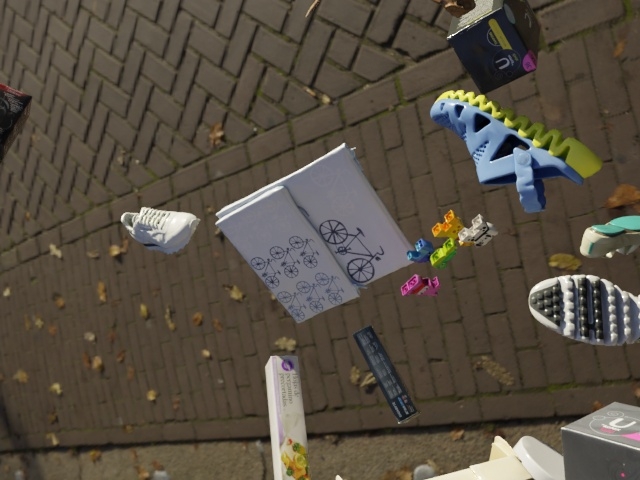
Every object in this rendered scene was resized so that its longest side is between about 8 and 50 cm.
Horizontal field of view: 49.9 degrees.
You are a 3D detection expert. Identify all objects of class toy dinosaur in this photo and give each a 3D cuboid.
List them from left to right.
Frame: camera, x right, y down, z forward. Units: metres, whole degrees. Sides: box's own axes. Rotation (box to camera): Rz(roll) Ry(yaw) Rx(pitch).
[{"bbox_3d":[0.081,-0.308,0.792,0.211,0.064,0.112,19,72,32],"label":"toy dinosaur"}]

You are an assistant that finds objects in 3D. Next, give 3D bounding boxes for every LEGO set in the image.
[{"bbox_3d":[0.252,0.017,1.312,0.227,0.093,0.087,-48,39,37],"label":"LEGO set"}]

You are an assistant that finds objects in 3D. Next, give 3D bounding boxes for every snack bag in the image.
[{"bbox_3d":[0.000,0.000,1.453,0.342,0.037,0.323,-26,114,22],"label":"snack bag"}]

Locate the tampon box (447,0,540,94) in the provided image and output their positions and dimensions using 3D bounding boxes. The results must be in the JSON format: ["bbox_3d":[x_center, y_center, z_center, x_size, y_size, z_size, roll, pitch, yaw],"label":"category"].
[{"bbox_3d":[0.292,-0.348,1.146,0.101,0.161,0.120,-23,121,35],"label":"tampon box"}]

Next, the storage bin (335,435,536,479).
[{"bbox_3d":[0.159,0.432,0.997,0.123,0.262,0.261,-127,34,-57],"label":"storage bin"}]

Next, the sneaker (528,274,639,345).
[{"bbox_3d":[0.479,0.123,1.115,0.291,0.118,0.110,8,79,2],"label":"sneaker"}]

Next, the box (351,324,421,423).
[{"bbox_3d":[0.154,0.307,1.570,0.051,0.175,0.220,-29,73,2],"label":"box"}]

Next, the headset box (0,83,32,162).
[{"bbox_3d":[-0.325,-0.122,0.669,0.032,0.062,0.083,127,158,-45],"label":"headset box"}]

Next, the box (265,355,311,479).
[{"bbox_3d":[-0.065,0.397,1.403,0.067,0.063,0.324,117,150,-53],"label":"box"}]

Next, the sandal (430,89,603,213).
[{"bbox_3d":[0.310,-0.155,1.185,0.317,0.126,0.138,37,102,34],"label":"sandal"}]

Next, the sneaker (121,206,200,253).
[{"bbox_3d":[-0.357,-0.031,1.522,0.235,0.095,0.090,-7,45,46],"label":"sneaker"}]

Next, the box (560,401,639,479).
[{"bbox_3d":[0.462,0.393,0.984,0.165,0.143,0.271,0,98,56],"label":"box"}]

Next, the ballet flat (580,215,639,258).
[{"bbox_3d":[0.664,-0.003,1.538,0.086,0.248,0.086,14,108,51],"label":"ballet flat"}]

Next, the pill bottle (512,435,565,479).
[{"bbox_3d":[0.362,0.557,1.343,0.188,0.188,0.334,38,107,26],"label":"pill bottle"}]
